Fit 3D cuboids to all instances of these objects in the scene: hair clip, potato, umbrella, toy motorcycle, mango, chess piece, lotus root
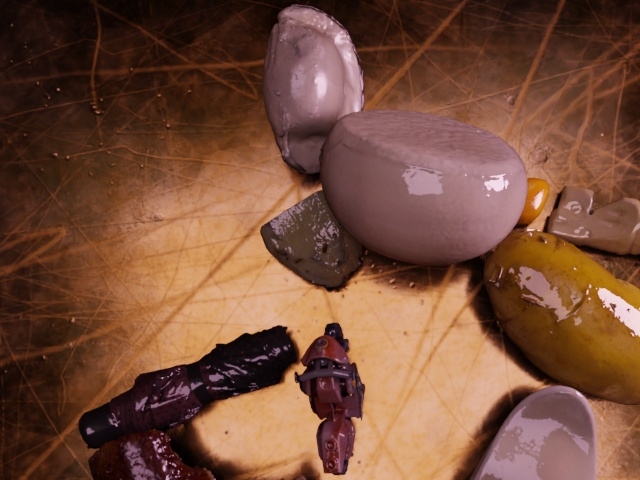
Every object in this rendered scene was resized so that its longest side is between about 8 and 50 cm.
[{"bbox_3d":[0.281,0.332,1.012,0.172,0.113,0.282,21,82,7],"label":"hair clip"},{"bbox_3d":[0.347,0.104,1.037,0.300,0.140,0.173,37,82,2],"label":"potato"},{"bbox_3d":[-0.188,0.210,1.073,0.325,0.094,0.090,-23,97,-1],"label":"umbrella"},{"bbox_3d":[0.014,0.219,1.046,0.084,0.118,0.213,-5,79,12],"label":"toy motorcycle"},{"bbox_3d":[0.306,-0.060,1.120,0.089,0.046,0.060,-37,81,-17],"label":"mango"},{"bbox_3d":[0.436,-0.021,1.092,0.200,0.090,0.090,13,80,17],"label":"chess piece"},{"bbox_3d":[0.001,-0.002,1.112,0.143,0.070,0.144,-40,80,-4],"label":"lotus root"}]

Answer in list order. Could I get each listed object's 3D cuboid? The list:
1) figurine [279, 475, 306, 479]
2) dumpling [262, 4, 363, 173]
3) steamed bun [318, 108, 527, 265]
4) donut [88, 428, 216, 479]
[{"bbox_3d":[-0.114,0.370,0.888,0.247,0.173,0.177,-29,35,-6],"label":"figurine"},{"bbox_3d":[-0.006,-0.223,1.132,0.172,0.142,0.247,-1,93,-28],"label":"dumpling"},{"bbox_3d":[0.133,-0.063,1.029,0.282,0.283,0.177,11,113,5],"label":"steamed bun"},{"bbox_3d":[-0.210,0.345,1.019,0.144,0.126,0.187,-16,67,-33],"label":"donut"}]
